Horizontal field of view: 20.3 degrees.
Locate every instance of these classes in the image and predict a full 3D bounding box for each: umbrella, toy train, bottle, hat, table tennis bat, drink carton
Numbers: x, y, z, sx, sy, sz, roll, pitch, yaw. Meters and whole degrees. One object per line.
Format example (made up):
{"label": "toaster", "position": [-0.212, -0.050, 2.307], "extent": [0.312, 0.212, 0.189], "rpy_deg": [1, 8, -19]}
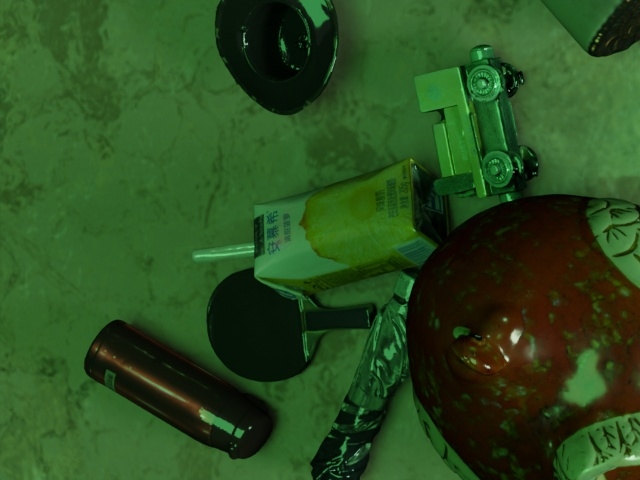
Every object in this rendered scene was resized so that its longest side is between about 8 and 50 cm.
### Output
{"label": "umbrella", "position": [0.047, 0.112, 1.407], "extent": [0.050, 0.046, 0.188], "rpy_deg": [28, 103, 18]}
{"label": "toy train", "position": [0.117, -0.083, 1.341], "extent": [0.081, 0.050, 0.122], "rpy_deg": [-9, 93, 33]}
{"label": "bottle", "position": [-0.115, 0.125, 1.487], "extent": [0.164, 0.060, 0.060], "rpy_deg": [28, 109, 22]}
{"label": "hat", "position": [-0.026, -0.161, 1.404], "extent": [0.121, 0.050, 0.121], "rpy_deg": [7, 105, 26]}
{"label": "table tennis bat", "position": [-0.026, 0.067, 1.455], "extent": [0.158, 0.014, 0.095], "rpy_deg": [-6, 93, 30]}
{"label": "drink carton", "position": [0.000, 0.000, 1.393], "extent": [0.200, 0.074, 0.084], "rpy_deg": [-16, 65, 29]}

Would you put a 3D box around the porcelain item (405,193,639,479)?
{"label": "porcelain item", "position": [0.160, 0.085, 1.239], "extent": [0.253, 0.253, 0.253], "rpy_deg": [4, 98, 27]}

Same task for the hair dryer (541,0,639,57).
{"label": "hair dryer", "position": [0.251, -0.313, 1.193], "extent": [0.362, 0.128, 0.203], "rpy_deg": [-45, 75, 26]}
